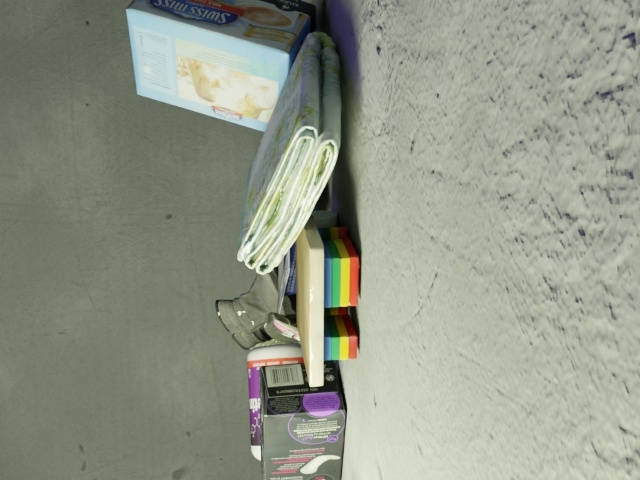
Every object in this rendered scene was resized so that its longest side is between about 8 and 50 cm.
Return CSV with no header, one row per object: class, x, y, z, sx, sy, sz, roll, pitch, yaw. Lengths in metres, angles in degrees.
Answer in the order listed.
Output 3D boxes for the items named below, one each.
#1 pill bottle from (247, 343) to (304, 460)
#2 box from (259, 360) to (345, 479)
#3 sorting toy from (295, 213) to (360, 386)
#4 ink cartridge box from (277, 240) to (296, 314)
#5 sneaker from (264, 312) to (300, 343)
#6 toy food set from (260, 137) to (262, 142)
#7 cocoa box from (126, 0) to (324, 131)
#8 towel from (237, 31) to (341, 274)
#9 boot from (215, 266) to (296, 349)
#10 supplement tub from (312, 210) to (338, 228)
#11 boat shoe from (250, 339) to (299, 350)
pill bottle,-0.082,0.416,1.910,0.181,0.181,0.323,117,150,-76
box,-0.042,0.398,1.637,0.143,0.165,0.270,-102,13,-54
sorting toy,0.010,0.086,1.419,0.255,0.089,0.257,-110,18,-69
ink cartridge box,-0.057,-0.009,1.754,0.303,0.072,0.307,106,162,-61
sneaker,-0.041,0.173,1.625,0.072,0.178,0.077,-17,58,41
toy food set,-0.106,-0.149,2.094,0.306,0.092,0.220,-120,15,-72
cocoa box,-0.193,-0.408,1.647,0.231,0.347,0.228,98,-168,-51
towel,-0.050,-0.159,1.423,0.374,0.090,0.320,-90,24,-51
boot,-0.172,0.140,1.983,0.118,0.223,0.338,-76,-31,-57
supplement tub,0.000,0.000,1.556,0.071,0.071,0.107,-114,22,-72
boat shoe,-0.126,0.250,2.250,0.500,0.187,0.156,88,170,-47
